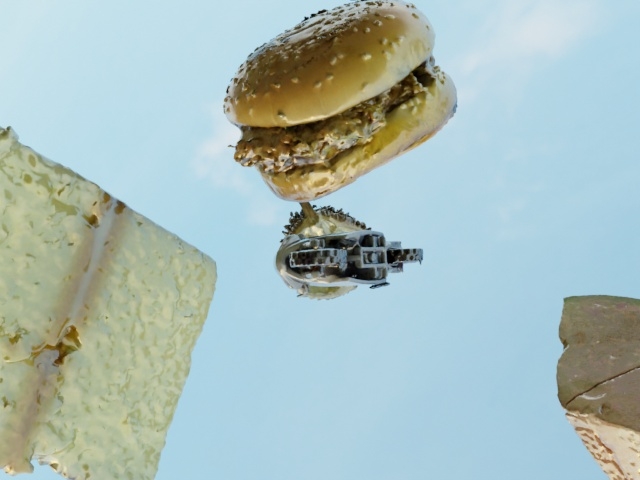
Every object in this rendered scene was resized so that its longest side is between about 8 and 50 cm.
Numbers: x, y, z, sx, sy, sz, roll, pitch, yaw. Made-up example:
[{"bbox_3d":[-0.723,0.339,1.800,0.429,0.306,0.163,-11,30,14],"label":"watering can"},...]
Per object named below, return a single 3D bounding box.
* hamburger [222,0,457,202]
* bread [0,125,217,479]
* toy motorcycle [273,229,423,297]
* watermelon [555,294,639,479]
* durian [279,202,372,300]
[{"bbox_3d":[0.007,-0.114,0.641,0.191,0.118,0.182,-40,-159,-20],"label":"hamburger"},{"bbox_3d":[-0.285,0.036,0.687,0.405,0.346,0.242,8,-110,41],"label":"bread"},{"bbox_3d":[0.029,0.028,1.000,0.122,0.215,0.080,-5,-93,42],"label":"toy motorcycle"},{"bbox_3d":[0.477,0.257,1.138,0.319,0.222,0.292,7,-146,25],"label":"watermelon"},{"bbox_3d":[0.000,0.000,1.195,0.148,0.188,0.091,-32,-141,-5],"label":"durian"}]
